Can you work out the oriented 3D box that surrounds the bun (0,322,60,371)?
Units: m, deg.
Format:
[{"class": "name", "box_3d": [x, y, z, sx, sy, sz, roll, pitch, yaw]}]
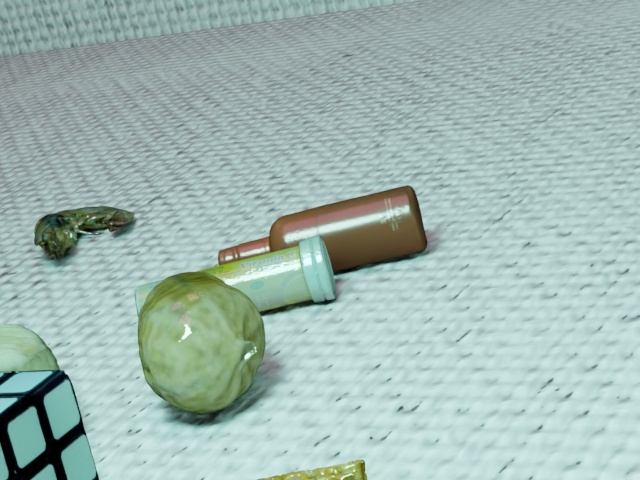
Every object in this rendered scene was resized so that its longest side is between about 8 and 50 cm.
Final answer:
[{"class": "bun", "box_3d": [-0.368, 0.162, 1.670, 0.239, 0.141, 0.239, -8, 13, 2]}]

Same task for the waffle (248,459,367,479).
[{"class": "waffle", "box_3d": [-0.032, 0.222, 1.363, 0.148, 0.042, 0.102, -13, 15, 4]}]

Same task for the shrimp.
[{"class": "shrimp", "box_3d": [-0.334, -0.018, 2.391, 0.143, 0.052, 0.251, -11, 16, 1]}]

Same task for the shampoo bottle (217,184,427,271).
[{"class": "shampoo bottle", "box_3d": [0.000, 0.000, 2.006, 0.244, 0.085, 0.085, -13, 16, 8]}]

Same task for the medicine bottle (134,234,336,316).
[{"class": "medicine bottle", "box_3d": [-0.095, 0.055, 1.924, 0.218, 0.074, 0.074, -14, 16, 7]}]

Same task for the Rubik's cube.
[{"class": "Rubik's cube", "box_3d": [-0.289, 0.209, 1.410, 0.160, 0.162, 0.163, -5, 20, 29]}]

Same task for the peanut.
[{"class": "peanut", "box_3d": [-0.120, 0.095, 1.716, 0.129, 0.129, 0.224, -16, 16, -6]}]
